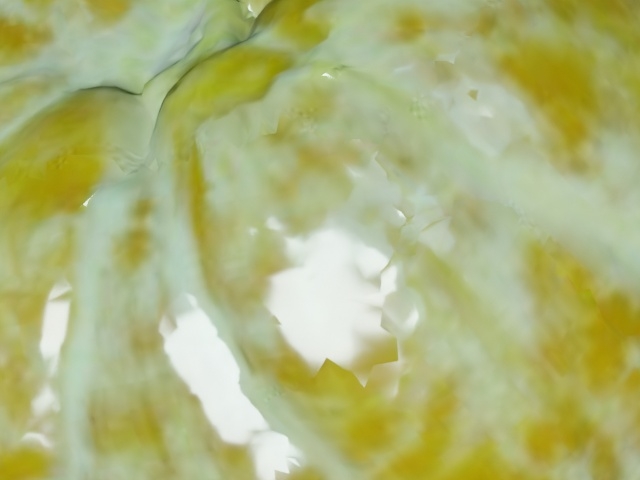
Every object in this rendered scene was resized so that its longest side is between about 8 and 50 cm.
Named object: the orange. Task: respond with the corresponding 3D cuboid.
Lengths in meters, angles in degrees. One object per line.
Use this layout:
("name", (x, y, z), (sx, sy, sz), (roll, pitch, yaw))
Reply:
("orange", (0.000, 0.000, 0.594), (0.329, 0.249, 0.329), (-13, 52, 17))
